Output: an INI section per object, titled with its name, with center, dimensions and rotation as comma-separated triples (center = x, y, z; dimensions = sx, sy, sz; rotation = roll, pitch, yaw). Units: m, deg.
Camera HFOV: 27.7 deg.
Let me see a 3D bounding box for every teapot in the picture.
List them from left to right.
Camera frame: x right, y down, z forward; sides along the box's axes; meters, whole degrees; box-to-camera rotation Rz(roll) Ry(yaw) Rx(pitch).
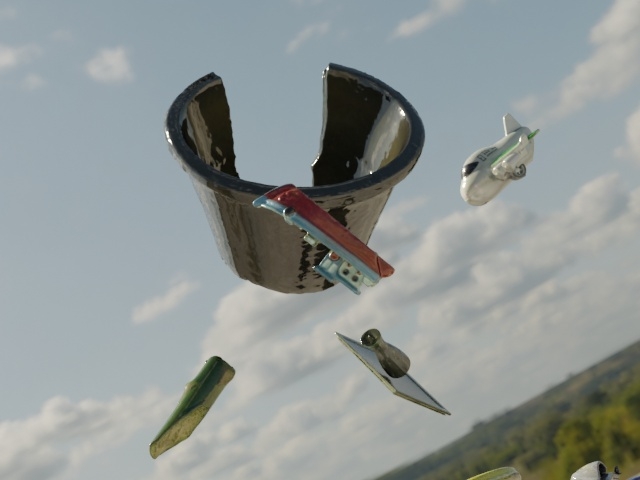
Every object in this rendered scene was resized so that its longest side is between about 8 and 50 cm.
[teapot]
center = 0.099, 0.171, 1.996
dimensions = 0.043, 0.043, 0.111
rotation = -30, -40, 10

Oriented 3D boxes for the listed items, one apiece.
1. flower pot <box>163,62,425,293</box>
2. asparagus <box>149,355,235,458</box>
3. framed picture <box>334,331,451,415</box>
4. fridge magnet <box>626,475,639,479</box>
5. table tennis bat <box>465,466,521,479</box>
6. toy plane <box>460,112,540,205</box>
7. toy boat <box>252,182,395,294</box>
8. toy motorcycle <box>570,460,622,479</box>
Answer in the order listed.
[flower pot]
center = -0.041, -0.073, 1.942
dimensions = 0.379, 0.379, 0.251
rotation = -22, -46, -32
[asparagus]
center = -0.166, 0.217, 1.682
dimensions = 0.041, 0.045, 0.178
rotation = -27, 19, 40
[framed picture]
center = 0.113, 0.214, 2.075
dimensions = 0.142, 0.183, 0.011
rotation = 27, -81, -42
[fridge magnet]
center = 0.419, 0.361, 1.491
dimensions = 0.265, 0.265, 0.113
rotation = -19, -52, -42
[table tennis bat]
center = 0.164, 0.431, 2.035
dimensions = 0.368, 0.054, 0.224
rotation = -8, -30, -39
[toy plane]
center = 0.274, -0.120, 2.017
dimensions = 0.174, 0.080, 0.174
rotation = -44, 4, 4
[toy boat]
center = 0.000, 0.000, 1.447
dimensions = 0.059, 0.173, 0.069
rotation = -51, -7, 1
[toy motorcycle]
center = 0.420, 0.375, 1.770
dimensions = 0.080, 0.215, 0.122
rotation = -19, -57, -65
